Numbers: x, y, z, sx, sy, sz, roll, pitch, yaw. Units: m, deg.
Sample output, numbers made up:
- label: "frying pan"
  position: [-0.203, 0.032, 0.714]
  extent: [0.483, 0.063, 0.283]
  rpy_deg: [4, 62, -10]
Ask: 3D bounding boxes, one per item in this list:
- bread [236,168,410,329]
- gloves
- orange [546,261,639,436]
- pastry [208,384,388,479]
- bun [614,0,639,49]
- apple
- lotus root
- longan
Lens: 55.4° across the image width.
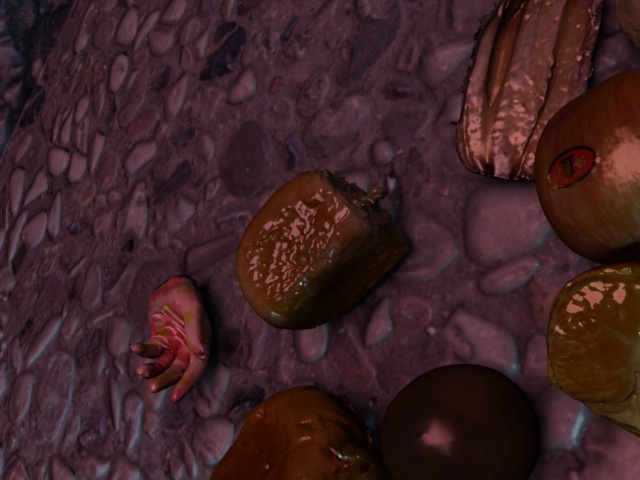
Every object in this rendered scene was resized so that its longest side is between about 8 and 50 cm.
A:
- label: "bread"
  position: [0.000, 0.000, 0.912]
  extent: [0.246, 0.195, 0.176]
  rpy_deg: [-46, 59, 16]
- label: "gloves"
  position: [-0.258, 0.184, 1.112]
  extent: [0.145, 0.126, 0.241]
  rpy_deg: [-16, 60, 6]
- label: "orange"
  position: [0.354, 0.120, 0.610]
  extent: [0.237, 0.158, 0.179]
  rpy_deg: [20, 102, 42]
- label: "pastry"
  position: [-0.051, 0.360, 0.806]
  extent: [0.356, 0.164, 0.356]
  rpy_deg: [-43, 34, 38]
- label: "bun"
  position: [0.446, -0.313, 0.692]
  extent: [0.220, 0.134, 0.220]
  rpy_deg: [-16, 65, 39]
- label: "apple"
  position: [0.340, -0.076, 0.655]
  extent: [0.211, 0.211, 0.188]
  rpy_deg: [-22, 65, 32]
- label: "lotus root"
  position: [0.287, -0.232, 0.839]
  extent: [0.167, 0.078, 0.329]
  rpy_deg: [18, 85, 18]
- label: "longan"
  position: [0.162, 0.230, 0.718]
  extent: [0.189, 0.189, 0.189]
  rpy_deg: [-13, 68, 35]
